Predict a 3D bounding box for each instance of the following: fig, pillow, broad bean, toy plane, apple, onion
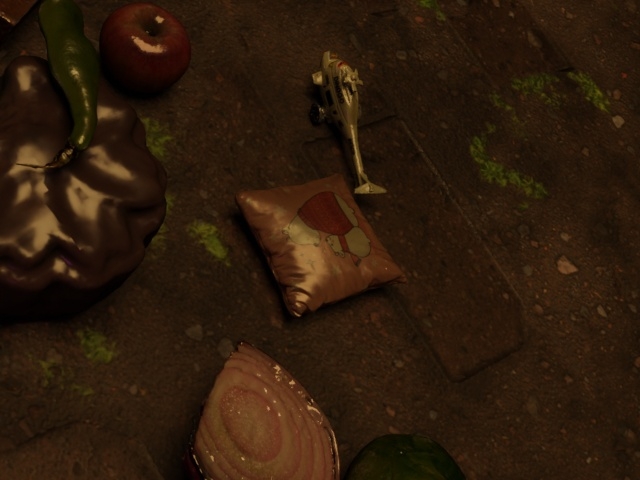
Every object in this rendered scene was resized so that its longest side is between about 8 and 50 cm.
[{"bbox_3d":[0.137,0.345,1.498,0.203,0.235,0.203,10,58,-16],"label":"fig"},{"bbox_3d":[0.000,0.000,1.749,0.223,0.084,0.236,-18,70,-35],"label":"pillow"},{"bbox_3d":[-0.347,-0.226,1.485,0.098,0.056,0.318,13,51,-23],"label":"broad bean"},{"bbox_3d":[0.049,-0.206,1.906,0.092,0.108,0.286,-2,73,-30],"label":"toy plane"},{"bbox_3d":[-0.287,-0.313,1.787,0.153,0.120,0.153,16,48,-18],"label":"apple"},{"bbox_3d":[-0.093,0.300,1.499,0.247,0.111,0.250,46,36,-14],"label":"onion"}]

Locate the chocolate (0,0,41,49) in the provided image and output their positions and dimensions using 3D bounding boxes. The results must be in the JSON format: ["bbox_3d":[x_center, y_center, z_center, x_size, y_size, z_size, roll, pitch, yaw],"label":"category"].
[{"bbox_3d":[-0.479,-0.450,1.791,0.112,0.112,0.321,35,49,-13],"label":"chocolate"}]

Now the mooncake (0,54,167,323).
[{"bbox_3d":[-0.400,-0.069,1.523,0.351,0.212,0.381,34,52,-11],"label":"mooncake"}]
